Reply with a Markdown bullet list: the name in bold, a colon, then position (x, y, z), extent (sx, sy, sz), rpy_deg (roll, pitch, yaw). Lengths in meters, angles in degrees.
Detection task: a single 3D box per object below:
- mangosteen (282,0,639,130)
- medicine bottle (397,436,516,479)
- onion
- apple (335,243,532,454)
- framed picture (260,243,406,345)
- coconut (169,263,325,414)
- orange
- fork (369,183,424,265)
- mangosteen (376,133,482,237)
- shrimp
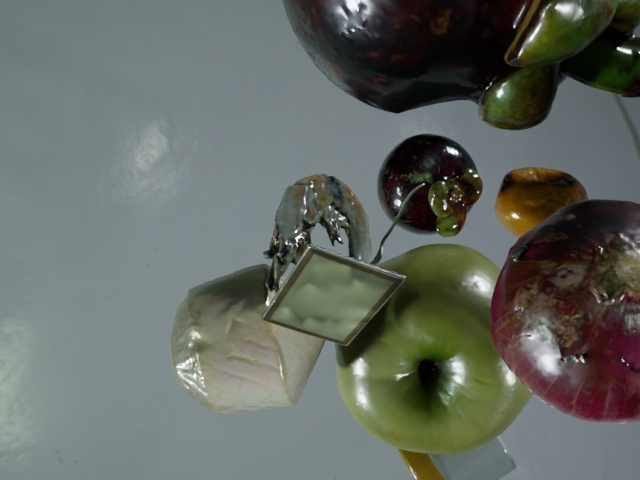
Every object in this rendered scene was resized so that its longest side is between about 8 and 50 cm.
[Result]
- **mangosteen**: position (0.114, -0.237, 0.557), extent (0.311, 0.311, 0.311), rpy_deg (0, 83, 1)
- **medicine bottle**: position (0.338, 0.538, 1.674), extent (0.232, 0.238, 0.238), rpy_deg (-34, 84, -1)
- **onion**: position (0.429, 0.129, 1.025), extent (0.348, 0.385, 0.347), rpy_deg (-3, 59, 4)
- **apple**: position (0.251, 0.226, 1.432), extent (0.474, 0.473, 0.473), rpy_deg (0, 83, 1)
- **framed picture**: position (0.016, 0.099, 1.093), extent (0.173, 0.231, 0.010), rpy_deg (20, 47, -15)
- **coconut**: position (-0.129, 0.193, 1.309), extent (0.329, 0.329, 0.329), rpy_deg (0, 83, 1)
- **orange**: position (0.596, -0.087, 1.793), extent (0.249, 0.249, 0.183), rpy_deg (2, 117, 2)
- **fork**: position (0.144, -0.022, 1.303), extent (0.028, 0.034, 0.219), rpy_deg (35, 91, 1)
- **mangosteen**: position (0.290, -0.140, 1.717), extent (0.288, 0.288, 0.288), rpy_deg (0, 83, 1)
- **shrimp**: position (0.000, 0.000, 1.315), extent (0.247, 0.085, 0.360), rpy_deg (49, 42, -9)
